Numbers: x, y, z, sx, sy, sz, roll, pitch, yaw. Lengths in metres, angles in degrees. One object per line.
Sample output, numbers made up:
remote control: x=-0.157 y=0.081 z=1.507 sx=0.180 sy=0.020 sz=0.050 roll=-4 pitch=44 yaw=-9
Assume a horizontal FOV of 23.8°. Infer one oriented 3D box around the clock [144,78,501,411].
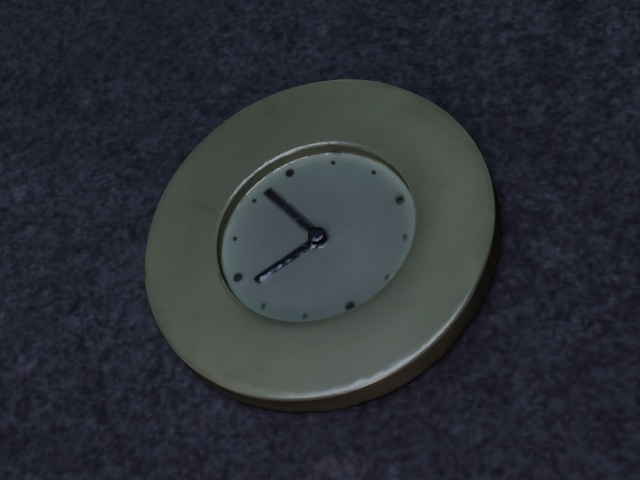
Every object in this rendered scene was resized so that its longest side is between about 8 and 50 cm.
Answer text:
clock: x=0.000 y=0.000 z=0.969 sx=0.235 sy=0.029 sz=0.235 roll=-9 pitch=58 yaw=14
